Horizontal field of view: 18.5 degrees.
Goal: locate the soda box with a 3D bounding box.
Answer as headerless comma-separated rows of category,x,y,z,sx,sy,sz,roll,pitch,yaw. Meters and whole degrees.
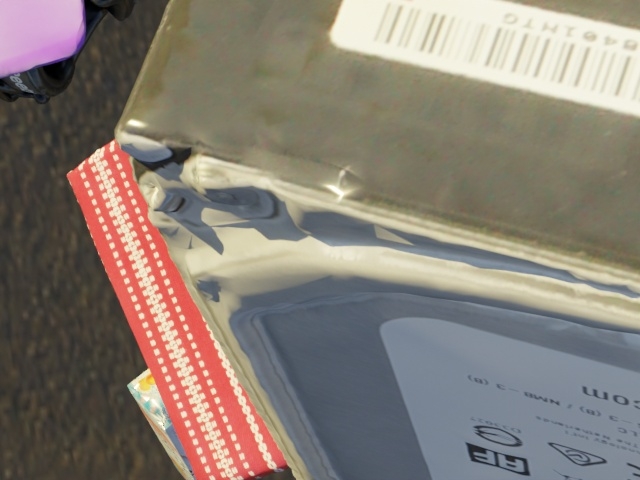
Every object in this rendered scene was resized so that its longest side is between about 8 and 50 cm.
soda box,-0.107,0.163,1.704,0.063,0.058,0.183,-38,150,-11

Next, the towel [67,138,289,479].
towel,0.000,0.000,0.974,0.275,0.031,0.198,-27,84,39

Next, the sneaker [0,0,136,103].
sneaker,-0.227,-0.130,1.218,0.276,0.135,0.097,-29,161,13

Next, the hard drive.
hard drive,0.104,0.057,0.463,0.237,0.339,0.064,15,70,15

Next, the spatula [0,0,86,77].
spatula,-0.048,-0.129,0.764,0.297,0.030,0.084,-15,82,13
